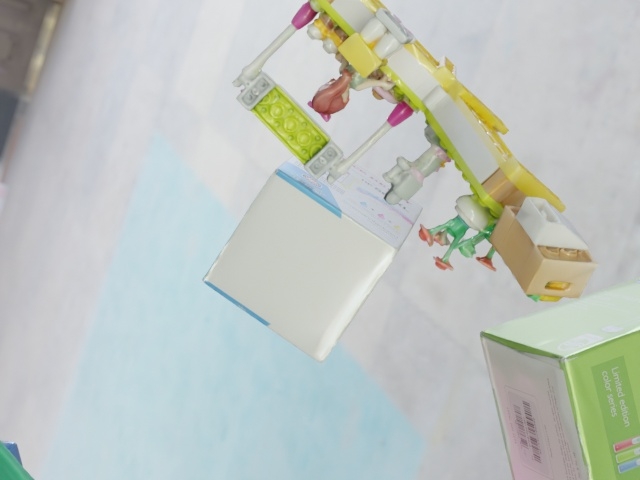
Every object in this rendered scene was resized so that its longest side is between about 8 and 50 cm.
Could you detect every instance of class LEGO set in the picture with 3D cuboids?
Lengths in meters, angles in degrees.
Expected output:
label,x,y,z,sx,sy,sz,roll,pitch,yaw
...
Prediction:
label,x,y,z,sx,sy,sz,roll,pitch,yaw
LEGO set,0.035,-0.055,0.867,0.107,0.287,0.132,-43,-16,13

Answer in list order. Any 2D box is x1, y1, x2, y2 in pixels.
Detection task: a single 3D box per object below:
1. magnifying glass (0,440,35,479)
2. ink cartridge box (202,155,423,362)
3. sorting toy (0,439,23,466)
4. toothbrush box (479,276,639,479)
label,x,y,z,sx,sy,sz,roll,pitch,yaw
magnifying glass,-0.114,0.062,0.449,0.026,0.092,0.231,-36,75,21
ink cartridge box,0.000,0.000,0.992,0.090,0.092,0.143,-57,-1,17
sorting toy,-0.249,0.318,1.244,0.047,0.196,0.348,-49,-29,-56
toothbrush box,0.270,0.121,0.992,0.122,0.283,0.206,-165,59,-71
